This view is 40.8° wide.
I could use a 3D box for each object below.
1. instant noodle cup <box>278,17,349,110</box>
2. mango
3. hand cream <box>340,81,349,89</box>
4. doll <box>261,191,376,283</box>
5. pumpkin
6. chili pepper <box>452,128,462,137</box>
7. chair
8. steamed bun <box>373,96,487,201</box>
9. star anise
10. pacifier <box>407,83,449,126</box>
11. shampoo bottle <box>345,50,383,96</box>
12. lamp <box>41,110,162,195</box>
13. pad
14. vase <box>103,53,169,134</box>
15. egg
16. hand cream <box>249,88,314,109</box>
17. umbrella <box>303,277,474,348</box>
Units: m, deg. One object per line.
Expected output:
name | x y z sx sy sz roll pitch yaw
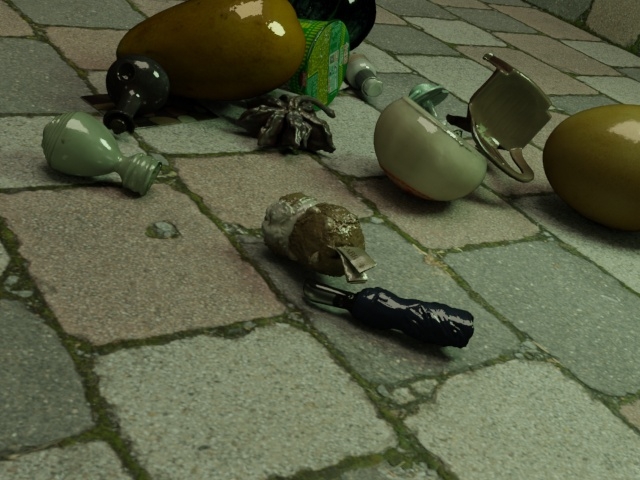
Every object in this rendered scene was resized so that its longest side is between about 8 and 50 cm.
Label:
instant noodle cup | -0.083 -0.420 1.935 0.233 0.207 0.207 20 28 22
mango | -0.219 -0.387 1.733 0.378 0.221 0.264 -8 10 0
hand cream | -0.054 -0.424 2.080 0.248 0.083 0.133 36 33 13
doll | 0.005 -0.005 1.273 0.115 0.105 0.221 22 -1 -44
pumpkin | -0.012 -0.620 2.285 0.315 0.238 0.315 29 19 -11
chili pepper | 0.255 -0.203 1.807 0.073 0.050 0.182 -15 6 2
chair | 0.386 -0.257 1.788 0.175 0.183 0.326 38 11 -15
steamed bun | 0.195 -0.157 1.627 0.232 0.145 0.232 37 11 -8
star anise | -0.055 -0.242 1.721 0.209 0.089 0.231 23 37 4
pacifier | 0.248 -0.300 1.997 0.116 0.127 0.150 65 11 8
shampoo bottle | 0.104 -0.402 2.109 0.074 0.074 0.192 4 32 -21
lamp | -0.353 -0.136 1.375 0.193 0.106 0.106 26 28 -1
pad | -0.334 -0.264 1.707 0.158 0.003 0.235 35 33 32
vase | -0.349 -0.263 1.590 0.120 0.120 0.183 13 44 -5
egg | 0.605 -0.148 1.718 0.322 0.250 0.250 15 28 -2
hand cream | -0.083 -0.293 1.829 0.142 0.084 0.053 18 65 8
umbrella | 0.092 0.104 1.214 0.248 0.071 0.071 11 27 7
